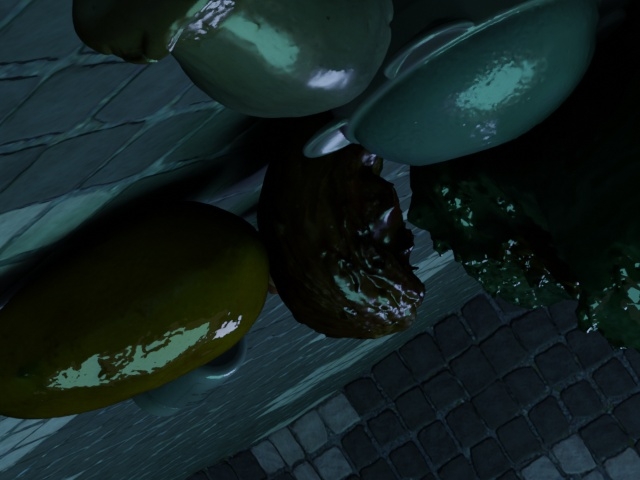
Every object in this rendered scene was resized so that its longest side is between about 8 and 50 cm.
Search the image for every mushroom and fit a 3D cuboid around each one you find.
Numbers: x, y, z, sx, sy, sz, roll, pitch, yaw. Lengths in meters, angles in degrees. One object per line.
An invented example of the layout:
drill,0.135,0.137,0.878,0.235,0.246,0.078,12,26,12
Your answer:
mushroom,-0.029,-0.099,0.801,0.097,0.088,0.212,-1,179,22

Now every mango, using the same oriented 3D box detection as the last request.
mango,-0.130,0.047,1.231,0.227,0.109,0.147,-28,-166,-32

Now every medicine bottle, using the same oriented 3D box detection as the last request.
medicine bottle,-0.127,0.112,1.737,0.080,0.080,0.130,-27,172,-34

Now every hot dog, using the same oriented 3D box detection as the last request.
hot dog,0.009,-0.009,1.269,0.099,0.160,0.227,-15,176,-2

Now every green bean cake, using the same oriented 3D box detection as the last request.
green bean cake,0.205,-0.050,1.272,0.300,0.169,0.308,-35,-147,30

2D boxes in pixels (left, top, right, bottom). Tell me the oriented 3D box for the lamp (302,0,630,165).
lamp,0.108,-0.117,1.154,0.246,0.108,0.179,-27,175,-37

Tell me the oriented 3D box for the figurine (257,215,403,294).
figurine,0.000,0.000,1.538,0.102,0.111,0.195,-53,163,15
